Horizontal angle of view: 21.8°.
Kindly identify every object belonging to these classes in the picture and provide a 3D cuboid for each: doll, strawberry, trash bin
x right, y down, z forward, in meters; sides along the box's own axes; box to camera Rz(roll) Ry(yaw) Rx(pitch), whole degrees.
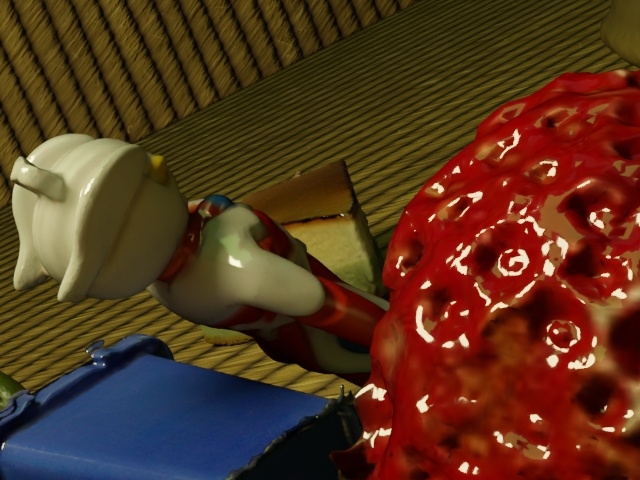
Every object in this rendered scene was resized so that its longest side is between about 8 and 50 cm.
[{"bbox_3d":[-0.032,0.032,1.013,0.384,0.099,0.188,24,-10,-40],"label":"doll"},{"bbox_3d":[0.169,0.085,0.626,0.310,0.291,0.292,13,28,22],"label":"strawberry"},{"bbox_3d":[-0.087,0.159,0.980,0.234,0.162,0.184,1,25,46],"label":"trash bin"}]

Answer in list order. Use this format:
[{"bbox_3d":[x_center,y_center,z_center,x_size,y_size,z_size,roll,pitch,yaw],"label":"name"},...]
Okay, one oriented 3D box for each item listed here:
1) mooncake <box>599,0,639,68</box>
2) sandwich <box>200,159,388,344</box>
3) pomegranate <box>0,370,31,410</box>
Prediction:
[{"bbox_3d":[0.448,-0.245,1.443,0.393,0.246,0.394,-14,24,-36],"label":"mooncake"},{"bbox_3d":[0.000,0.000,1.542,0.220,0.108,0.186,-14,16,39],"label":"sandwich"},{"bbox_3d":[-0.293,0.182,1.296,0.156,0.156,0.220,-32,-15,-36],"label":"pomegranate"}]
